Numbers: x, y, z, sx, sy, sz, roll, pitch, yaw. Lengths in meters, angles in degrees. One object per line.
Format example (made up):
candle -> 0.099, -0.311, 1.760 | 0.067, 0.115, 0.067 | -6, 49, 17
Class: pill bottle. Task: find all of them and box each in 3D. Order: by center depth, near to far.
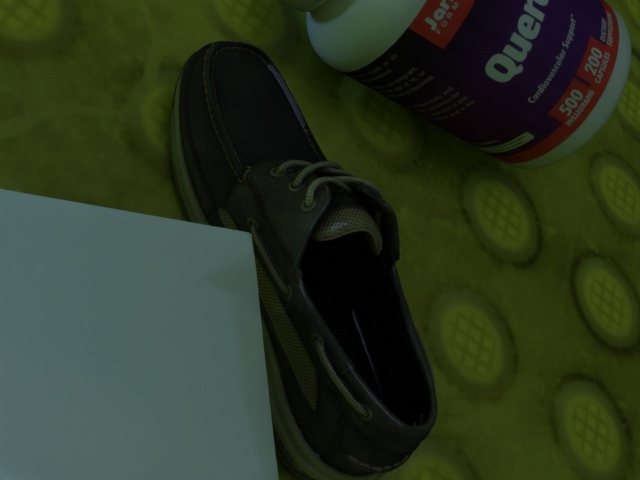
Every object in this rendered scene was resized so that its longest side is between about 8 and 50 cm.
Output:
pill bottle -> 0.116, -0.203, 0.913 | 0.323, 0.181, 0.181 | 24, 54, -28

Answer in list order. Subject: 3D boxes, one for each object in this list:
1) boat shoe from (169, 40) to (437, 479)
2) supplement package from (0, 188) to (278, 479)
boat shoe -> 0.000, 0.000, 0.741 | 0.132, 0.130, 0.355 | -12, 75, -43
supplement package -> -0.172, 0.093, 0.539 | 0.262, 0.145, 0.204 | 11, 61, -36
